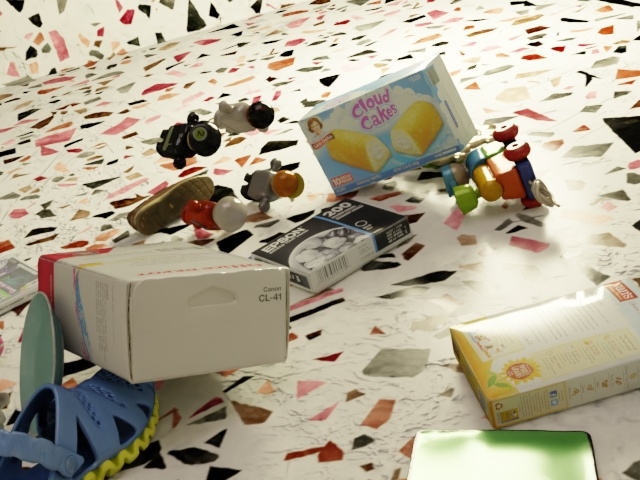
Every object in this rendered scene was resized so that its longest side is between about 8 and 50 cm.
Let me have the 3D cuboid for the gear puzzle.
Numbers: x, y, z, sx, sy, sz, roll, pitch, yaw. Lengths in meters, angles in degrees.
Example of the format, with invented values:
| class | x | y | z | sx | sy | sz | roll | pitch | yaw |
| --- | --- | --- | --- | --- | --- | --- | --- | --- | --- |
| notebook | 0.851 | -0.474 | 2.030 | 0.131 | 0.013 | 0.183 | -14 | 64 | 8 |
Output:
| class | x | y | z | sx | sy | sz | roll | pitch | yaw |
| --- | --- | --- | --- | --- | --- | --- | --- | --- | --- |
| gear puzzle | 0.226 | -0.166 | 1.959 | 0.175 | 0.044 | 0.339 | -28 | 31 | -30 |

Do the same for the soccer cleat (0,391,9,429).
| class | x | y | z | sx | sy | sz | roll | pitch | yaw |
| --- | --- | --- | --- | --- | --- | --- | --- | --- | --- |
| soccer cleat | -0.447 | 0.245 | 1.414 | 0.076 | 0.068 | 0.196 | -13 | 22 | -4 |

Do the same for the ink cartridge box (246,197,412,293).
| class | x | y | z | sx | sy | sz | roll | pitch | yaw |
| --- | --- | --- | --- | --- | --- | --- | --- | --- | --- |
| ink cartridge box | 0.000 | 0.000 | 1.718 | 0.206 | 0.045 | 0.208 | -30 | 28 | -30 |

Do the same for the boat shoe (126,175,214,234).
| class | x | y | z | sx | sy | sz | roll | pitch | yaw |
| --- | --- | --- | --- | --- | --- | --- | --- | --- | --- |
| boat shoe | -0.274 | -0.072 | 1.987 | 0.178 | 0.064 | 0.060 | -32 | 32 | -30 |

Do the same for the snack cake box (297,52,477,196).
| class | x | y | z | sx | sy | sz | roll | pitch | yaw |
| --- | --- | --- | --- | --- | --- | --- | --- | --- | --- |
| snack cake box | 0.111 | -0.192 | 1.852 | 0.264 | 0.152 | 0.089 | -19 | 18 | 36 |

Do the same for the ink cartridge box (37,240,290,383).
| class | x | y | z | sx | sy | sz | roll | pitch | yaw |
| --- | --- | --- | --- | --- | --- | --- | --- | --- | --- |
| ink cartridge box | -0.212 | 0.084 | 1.437 | 0.226 | 0.131 | 0.306 | -5 | 10 | -32 |

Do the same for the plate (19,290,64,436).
| class | x | y | z | sx | sy | sz | roll | pitch | yaw |
| --- | --- | --- | --- | --- | --- | --- | --- | --- | --- |
| plate | -0.361 | 0.160 | 1.429 | 0.024 | 0.188 | 0.188 | 3 | 16 | -28 |

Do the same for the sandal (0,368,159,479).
| class | x | y | z | sx | sy | sz | roll | pitch | yaw |
| --- | --- | --- | --- | --- | --- | --- | --- | --- | --- |
| sandal | -0.297 | 0.224 | 1.293 | 0.126 | 0.138 | 0.317 | -4 | 24 | 23 |

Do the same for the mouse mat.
| class | x | y | z | sx | sy | sz | roll | pitch | yaw |
| --- | --- | --- | --- | --- | --- | --- | --- | --- | --- |
| mouse mat | 0.186 | 0.227 | 1.127 | 0.189 | 0.007 | 0.152 | -2 | 14 | 11 |

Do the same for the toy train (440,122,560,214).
| class | x | y | z | sx | sy | sz | roll | pitch | yaw |
| --- | --- | --- | --- | --- | --- | --- | --- | --- | --- |
| toy train | 0.270 | -0.081 | 1.691 | 0.143 | 0.105 | 0.248 | -22 | 24 | 7 |

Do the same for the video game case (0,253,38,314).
| class | x | y | z | sx | sy | sz | roll | pitch | yaw |
| --- | --- | --- | --- | --- | --- | --- | --- | --- | --- |
| video game case | -0.563 | 0.085 | 1.858 | 0.173 | 0.022 | 0.190 | -29 | 29 | -29 |

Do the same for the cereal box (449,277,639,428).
| class | x | y | z | sx | sy | sz | roll | pitch | yaw |
| --- | --- | --- | --- | --- | --- | --- | --- | --- | --- |
| cereal box | 0.289 | 0.128 | 1.292 | 0.240 | 0.047 | 0.173 | -14 | 26 | -2 |

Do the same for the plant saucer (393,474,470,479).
| class | x | y | z | sx | sy | sz | roll | pitch | yaw |
| --- | --- | --- | --- | --- | --- | --- | --- | --- | --- |
| plant saucer | 0.093 | 0.300 | 1.046 | 0.199 | 0.037 | 0.200 | -11 | 24 | 5 |

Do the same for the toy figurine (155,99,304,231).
| class | x | y | z | sx | sy | sz | roll | pitch | yaw |
| --- | --- | --- | --- | --- | --- | --- | --- | --- | --- |
| toy figurine | -0.150 | -0.130 | 1.872 | 0.209 | 0.213 | 0.148 | -27 | 15 | -36 |

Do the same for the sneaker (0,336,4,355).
| class | x | y | z | sx | sy | sz | roll | pitch | yaw |
| --- | --- | --- | --- | --- | --- | --- | --- | --- | --- |
| sneaker | -0.554 | 0.174 | 1.616 | 0.170 | 0.063 | 0.075 | -27 | 34 | -16 |
